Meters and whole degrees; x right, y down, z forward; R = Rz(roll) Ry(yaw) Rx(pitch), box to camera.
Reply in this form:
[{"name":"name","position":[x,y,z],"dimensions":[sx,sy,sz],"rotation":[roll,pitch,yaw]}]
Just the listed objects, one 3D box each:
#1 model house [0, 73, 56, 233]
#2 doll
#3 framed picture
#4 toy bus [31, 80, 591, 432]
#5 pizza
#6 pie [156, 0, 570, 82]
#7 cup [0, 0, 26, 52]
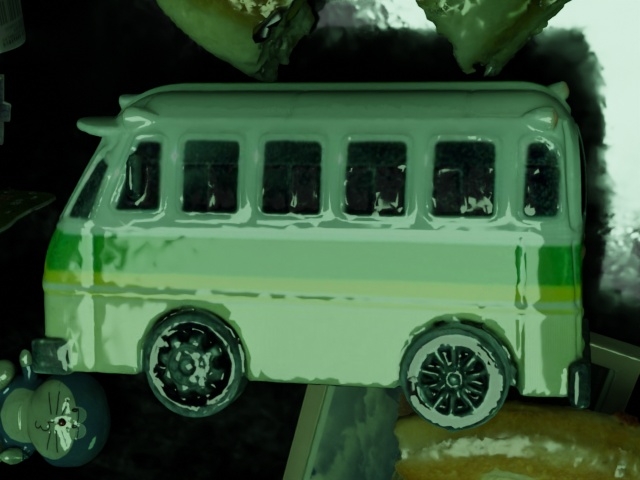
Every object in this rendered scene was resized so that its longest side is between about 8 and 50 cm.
[{"name":"model house","position":[-0.252,-0.055,0.660],"dimensions":[0.167,0.117,0.088],"rotation":[4,107,19]},{"name":"doll","position":[-0.176,0.110,0.734],"dimensions":[0.083,0.050,0.076],"rotation":[5,94,17]},{"name":"framed picture","position":[0.069,0.144,0.690],"dimensions":[0.184,0.016,0.250],"rotation":[19,114,8]},{"name":"toy bus","position":[0.000,0.000,0.582],"dimensions":[0.276,0.133,0.164],"rotation":[2,96,12]},{"name":"pizza","position":[0.153,0.137,0.611],"dimensions":[0.246,0.058,0.127],"rotation":[16,130,-4]},{"name":"pie","position":[0.007,-0.217,0.540],"dimensions":[0.302,0.067,0.302],"rotation":[7,112,18]},{"name":"cup","position":[-0.239,-0.176,0.615],"dimensions":[0.134,0.173,0.142],"rotation":[-8,109,-14]}]
